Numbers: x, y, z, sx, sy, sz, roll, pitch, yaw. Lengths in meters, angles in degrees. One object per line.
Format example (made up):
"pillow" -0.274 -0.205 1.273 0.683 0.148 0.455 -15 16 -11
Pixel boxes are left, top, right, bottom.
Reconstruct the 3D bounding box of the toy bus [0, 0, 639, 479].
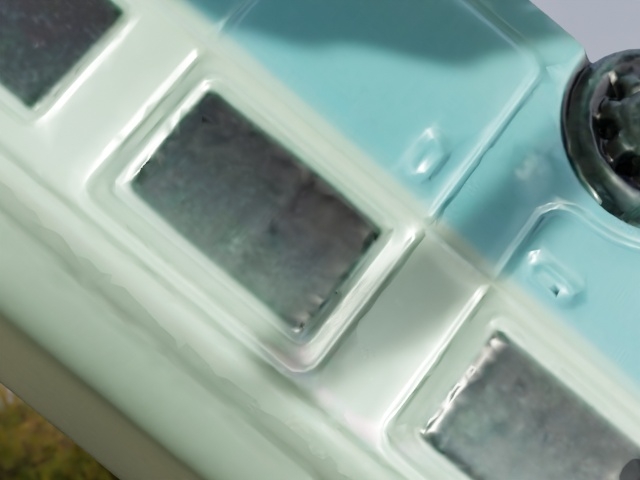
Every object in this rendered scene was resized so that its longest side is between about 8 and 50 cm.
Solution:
"toy bus" 0.000 0.000 0.441 0.271 0.165 0.133 40 -26 -3
